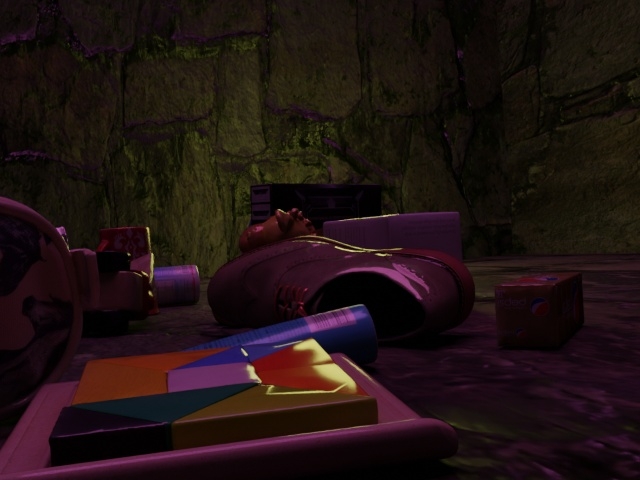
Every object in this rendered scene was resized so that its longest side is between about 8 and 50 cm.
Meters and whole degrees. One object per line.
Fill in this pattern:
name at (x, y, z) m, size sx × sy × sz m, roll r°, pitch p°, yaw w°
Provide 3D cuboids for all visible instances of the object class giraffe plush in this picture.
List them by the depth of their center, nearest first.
giraffe plush at (-0.067, 0.038, 1.049) m, size 0.210 × 0.170 × 0.181 m, roll -4°, pitch -1°, yaw -18°

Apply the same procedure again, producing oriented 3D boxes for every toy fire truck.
toy fire truck at (-0.369, 0.080, 1.097) m, size 0.217 × 0.158 × 0.246 m, roll -4°, pitch -12°, yaw 7°

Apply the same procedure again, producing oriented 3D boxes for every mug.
mug at (-0.374, 0.061, 1.273) m, size 0.113 × 0.169 × 0.150 m, roll -3°, pitch -1°, yaw 10°

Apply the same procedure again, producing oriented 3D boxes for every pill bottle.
pill bottle at (-0.351, 0.102, 1.485) m, size 0.160 × 0.087 × 0.087 m, roll -3°, pitch -1°, yaw -17°

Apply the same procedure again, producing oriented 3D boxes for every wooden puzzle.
wooden puzzle at (-0.066, 0.095, 0.399) m, size 0.221 × 0.044 × 0.239 m, roll -4°, pitch -1°, yaw -13°

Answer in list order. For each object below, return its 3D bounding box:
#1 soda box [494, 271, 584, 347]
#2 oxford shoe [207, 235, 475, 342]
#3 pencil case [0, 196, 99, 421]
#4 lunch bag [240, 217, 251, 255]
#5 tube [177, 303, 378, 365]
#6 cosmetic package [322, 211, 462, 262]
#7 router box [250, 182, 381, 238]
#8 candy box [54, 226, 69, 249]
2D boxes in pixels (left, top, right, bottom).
soda box at (0.234, 0.069, 0.705) m, size 0.058 × 0.061 × 0.181 m, roll -4°, pitch -1°, yaw 29°
oxford shoe at (-0.009, 0.059, 0.778) m, size 0.348 × 0.122 × 0.130 m, roll -5°, pitch 4°, yaw 30°
pencil case at (-0.364, 0.058, 0.563) m, size 0.410 × 0.159 × 0.183 m, roll -5°, pitch 19°, yaw 38°
lunch bag at (-0.116, 0.021, 1.572) m, size 0.108 × 0.224 × 0.279 m, roll 13°, pitch -4°, yaw 3°
tube at (-0.057, 0.097, 0.568) m, size 0.207 × 0.052 × 0.080 m, roll -9°, pitch -4°, yaw -12°
cosmetic package at (0.117, 0.035, 1.099) m, size 0.151 × 0.151 × 0.184 m, roll -5°, pitch 0°, yaw -33°
router box at (0.000, 0.000, 1.439) m, size 0.309 × 0.242 × 0.081 m, roll -3°, pitch 2°, yaw -40°
candy box at (-0.442, 0.067, 0.842) m, size 0.234 × 0.159 × 0.071 m, roll -2°, pitch 42°, yaw -28°
